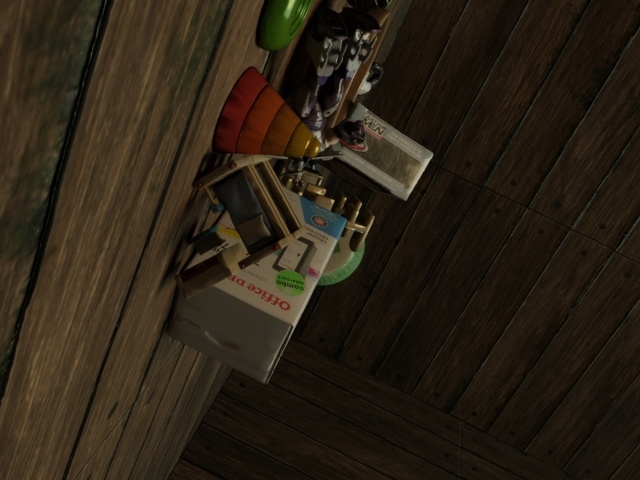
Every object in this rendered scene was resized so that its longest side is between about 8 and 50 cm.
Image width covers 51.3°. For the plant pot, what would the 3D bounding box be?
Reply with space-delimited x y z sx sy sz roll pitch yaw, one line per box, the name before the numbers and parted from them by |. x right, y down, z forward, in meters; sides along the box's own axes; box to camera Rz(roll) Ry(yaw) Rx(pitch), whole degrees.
plant pot | 0.022 -0.303 1.146 0.237 0.109 0.237 -64 178 -4

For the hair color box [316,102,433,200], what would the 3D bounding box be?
hair color box | 0.076 -0.195 1.441 0.114 0.185 0.374 -59 -164 0

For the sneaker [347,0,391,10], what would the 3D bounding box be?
sneaker | 0.126 -0.546 1.137 0.121 0.111 0.300 -77 -165 -47

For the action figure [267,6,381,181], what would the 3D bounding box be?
action figure | -0.008 -0.197 0.983 0.185 0.099 0.285 -12 140 -35

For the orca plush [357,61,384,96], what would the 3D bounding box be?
orca plush | 0.064 -0.381 1.406 0.287 0.151 0.102 -10 89 -60

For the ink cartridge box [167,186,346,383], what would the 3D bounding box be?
ink cartridge box | -0.109 0.064 1.172 0.270 0.198 0.197 -63 179 -44

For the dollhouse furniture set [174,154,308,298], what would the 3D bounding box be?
dollhouse furniture set | -0.139 -0.015 0.908 0.183 0.129 0.129 -28 -178 18

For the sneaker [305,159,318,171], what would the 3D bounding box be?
sneaker | -0.048 -0.170 1.660 0.234 0.078 0.106 -59 178 -46

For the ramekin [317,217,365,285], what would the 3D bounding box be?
ramekin | 0.000 0.000 2.307 0.303 0.303 0.148 -64 171 -4

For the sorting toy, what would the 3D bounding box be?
sorting toy | -0.006 -0.248 0.822 0.365 0.126 0.127 -63 179 19

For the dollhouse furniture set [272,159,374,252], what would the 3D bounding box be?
dollhouse furniture set | -0.044 -0.051 1.415 0.161 0.212 0.242 -66 -155 17
